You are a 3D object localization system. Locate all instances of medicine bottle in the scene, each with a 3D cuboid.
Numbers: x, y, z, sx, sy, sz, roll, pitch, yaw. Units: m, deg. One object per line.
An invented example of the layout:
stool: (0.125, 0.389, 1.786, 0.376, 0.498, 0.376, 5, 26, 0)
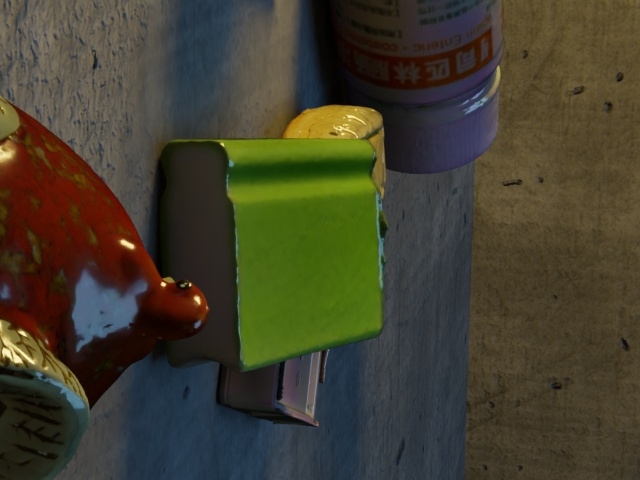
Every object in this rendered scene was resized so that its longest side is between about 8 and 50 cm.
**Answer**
medicine bottle: (0.116, -0.286, 1.928, 0.219, 0.219, 0.388, -73, 163, -44)

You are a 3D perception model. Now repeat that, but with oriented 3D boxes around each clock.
clock: (-0.044, 0.119, 1.672, 0.192, 0.071, 0.147, 42, 53, -74)

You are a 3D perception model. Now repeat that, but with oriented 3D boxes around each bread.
bread: (0.003, -0.071, 1.742, 0.236, 0.106, 0.140, -51, 142, -68)

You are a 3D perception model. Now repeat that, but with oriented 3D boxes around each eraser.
eraser: (-0.039, 0.005, 1.468, 0.274, 0.092, 0.210, -11, 100, -60)

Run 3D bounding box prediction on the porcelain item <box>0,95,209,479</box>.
porcelain item: (-0.170, 0.035, 0.759, 0.253, 0.253, 0.253, 4, 90, -77)
